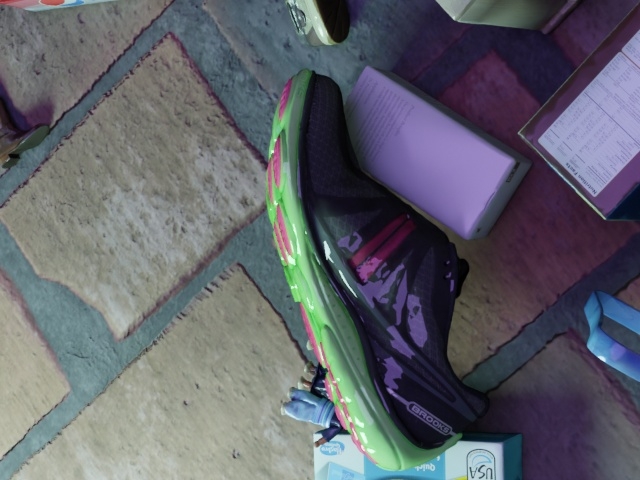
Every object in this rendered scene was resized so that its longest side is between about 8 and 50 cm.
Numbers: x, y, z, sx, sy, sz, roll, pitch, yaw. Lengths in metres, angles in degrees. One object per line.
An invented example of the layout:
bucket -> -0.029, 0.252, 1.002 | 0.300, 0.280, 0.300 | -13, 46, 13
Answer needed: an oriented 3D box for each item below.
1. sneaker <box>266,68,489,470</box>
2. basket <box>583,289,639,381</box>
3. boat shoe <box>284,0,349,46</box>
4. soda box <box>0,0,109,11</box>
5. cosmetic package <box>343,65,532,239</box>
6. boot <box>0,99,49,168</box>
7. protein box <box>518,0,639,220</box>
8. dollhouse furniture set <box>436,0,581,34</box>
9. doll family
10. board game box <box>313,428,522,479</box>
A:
sneaker -> 0.064, 0.025, 1.529 | 0.202, 0.185, 0.483 | -18, 87, -10
basket -> 0.411, 0.150, 1.356 | 0.289, 0.255, 0.201 | 26, 104, 5
boat shoe -> -0.035, -0.350, 1.640 | 0.073, 0.080, 0.224 | -12, 108, 34
soda box -> -0.328, -0.380, 1.802 | 0.263, 0.092, 0.083 | -1, 90, 27
cosmetic package -> 0.131, -0.109, 1.582 | 0.231, 0.085, 0.117 | 37, 107, 20
boot -> -0.462, -0.181, 1.908 | 0.106, 0.037, 0.114 | -35, 71, 21
protein box -> 0.357, -0.138, 1.399 | 0.136, 0.200, 0.201 | 48, 110, 18
dollhouse furniture set -> 0.279, -0.425, 1.379 | 0.394, 0.256, 0.362 | -48, 71, 26
doll family -> 0.030, 0.169, 1.619 | 0.111, 0.076, 0.193 | 20, 85, 16
board game box -> 0.123, 0.406, 1.595 | 0.253, 0.079, 0.336 | -2, 90, 27
